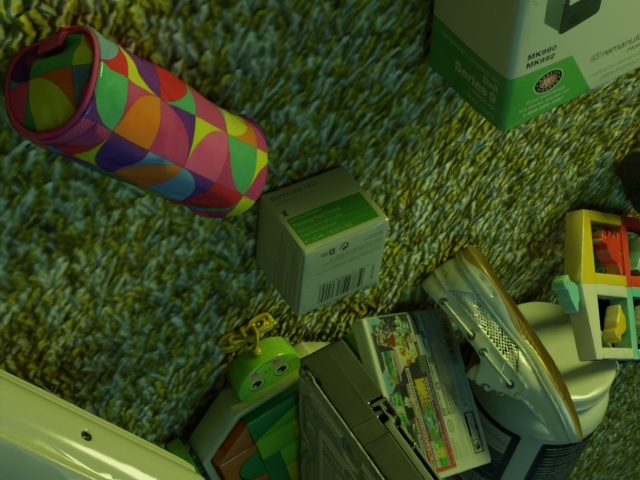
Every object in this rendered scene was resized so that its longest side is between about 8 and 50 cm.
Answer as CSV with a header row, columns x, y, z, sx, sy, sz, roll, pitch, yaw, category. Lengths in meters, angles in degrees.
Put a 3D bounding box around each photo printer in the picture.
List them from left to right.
x,y,z,sx,sy,sz,roll,pitch,yaw,category
-0.297,0.250,1.119,0.307,0.107,0.256,30,112,-20,photo printer

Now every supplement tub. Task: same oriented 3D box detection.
x,y,z,sx,sy,sz,roll,pitch,yaw,category
0.281,0.235,1.691,0.191,0.191,0.272,-18,143,-29,supplement tub

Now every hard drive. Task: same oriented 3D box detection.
x,y,z,sx,sy,sz,roll,pitch,yaw,category
0.057,0.297,1.381,0.064,0.237,0.339,-25,146,-20,hard drive

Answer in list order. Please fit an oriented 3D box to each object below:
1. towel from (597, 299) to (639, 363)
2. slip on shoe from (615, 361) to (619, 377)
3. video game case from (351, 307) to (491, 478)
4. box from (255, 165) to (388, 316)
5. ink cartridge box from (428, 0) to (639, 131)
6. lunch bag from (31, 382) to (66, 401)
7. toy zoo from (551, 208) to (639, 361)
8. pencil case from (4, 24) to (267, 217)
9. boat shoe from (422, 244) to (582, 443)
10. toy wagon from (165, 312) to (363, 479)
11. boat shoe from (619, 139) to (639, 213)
x,y,z,sx,sy,sz,roll,pitch,yaw,category
0.516,0.113,1.878,0.308,0.076,0.228,1,130,-45,towel
0.365,0.179,1.787,0.135,0.051,0.041,5,158,5,slip on shoe
0.122,0.184,1.464,0.023,0.201,0.183,-22,168,37,video game case
0.000,0.000,1.220,0.101,0.087,0.102,-22,144,-24,box
0.219,-0.266,1.072,0.211,0.121,0.289,-26,145,-19,ink cartridge box
-0.294,0.173,1.181,0.083,0.053,0.071,19,118,-40,lunch bag
0.396,0.063,1.610,0.030,0.192,0.293,-12,167,43,toy zoo
-0.137,-0.090,0.971,0.104,0.104,0.236,-46,149,12,pencil case
0.220,0.141,1.494,0.096,0.277,0.098,-32,-175,12,boat shoe
-0.050,0.208,1.448,0.267,0.068,0.344,-31,147,-12,toy wagon
0.422,-0.087,1.561,0.060,0.064,0.178,-65,152,-15,boat shoe
